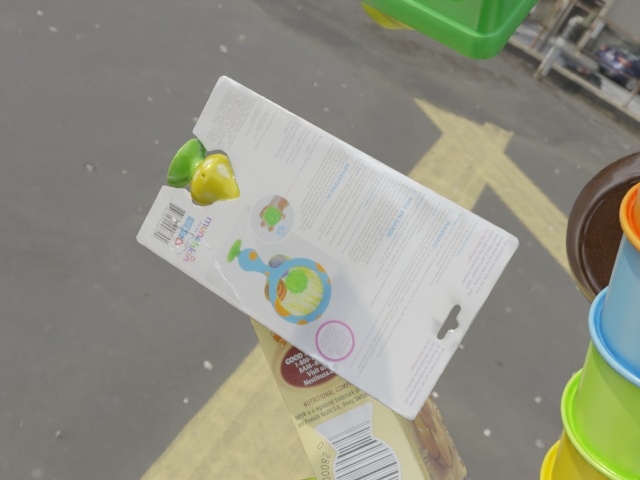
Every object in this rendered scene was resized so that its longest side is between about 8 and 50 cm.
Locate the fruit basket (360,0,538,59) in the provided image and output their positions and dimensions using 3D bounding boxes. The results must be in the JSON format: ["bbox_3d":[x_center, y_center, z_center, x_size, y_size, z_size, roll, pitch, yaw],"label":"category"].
[{"bbox_3d":[0.194,-0.406,1.102,0.283,0.392,0.392,32,28,14],"label":"fruit basket"}]

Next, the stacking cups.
[{"bbox_3d":[0.159,0.017,0.340,0.096,0.316,0.096,-3,36,2],"label":"stacking cups"}]

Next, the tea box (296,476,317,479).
[{"bbox_3d":[-0.002,0.430,0.754,0.324,0.329,0.220,-8,12,-11],"label":"tea box"}]

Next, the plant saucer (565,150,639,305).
[{"bbox_3d":[0.287,0.008,0.655,0.168,0.168,0.029,41,31,20],"label":"plant saucer"}]

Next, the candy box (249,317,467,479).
[{"bbox_3d":[0.017,0.086,0.683,0.316,0.087,0.183,67,12,13],"label":"candy box"}]

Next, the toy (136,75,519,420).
[{"bbox_3d":[0.000,0.000,0.545,0.237,0.137,0.056,31,7,13],"label":"toy"}]
